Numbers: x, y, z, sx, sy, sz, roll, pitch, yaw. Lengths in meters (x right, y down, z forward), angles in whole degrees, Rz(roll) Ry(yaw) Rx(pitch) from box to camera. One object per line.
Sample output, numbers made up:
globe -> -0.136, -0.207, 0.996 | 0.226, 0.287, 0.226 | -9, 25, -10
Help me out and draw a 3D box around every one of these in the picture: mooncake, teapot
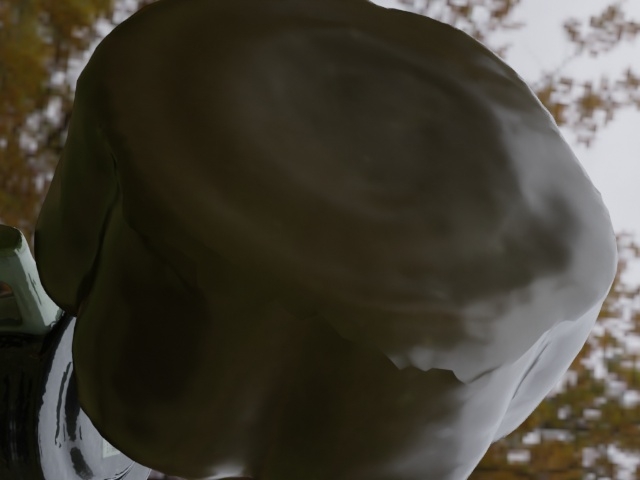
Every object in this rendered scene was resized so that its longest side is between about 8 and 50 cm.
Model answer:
mooncake -> 0.000, 0.000, 1.326 | 0.262, 0.467, 0.467 | 112, -27, -43
teapot -> -0.317, 0.141, 1.550 | 0.321, 0.239, 0.239 | 45, 52, -60
